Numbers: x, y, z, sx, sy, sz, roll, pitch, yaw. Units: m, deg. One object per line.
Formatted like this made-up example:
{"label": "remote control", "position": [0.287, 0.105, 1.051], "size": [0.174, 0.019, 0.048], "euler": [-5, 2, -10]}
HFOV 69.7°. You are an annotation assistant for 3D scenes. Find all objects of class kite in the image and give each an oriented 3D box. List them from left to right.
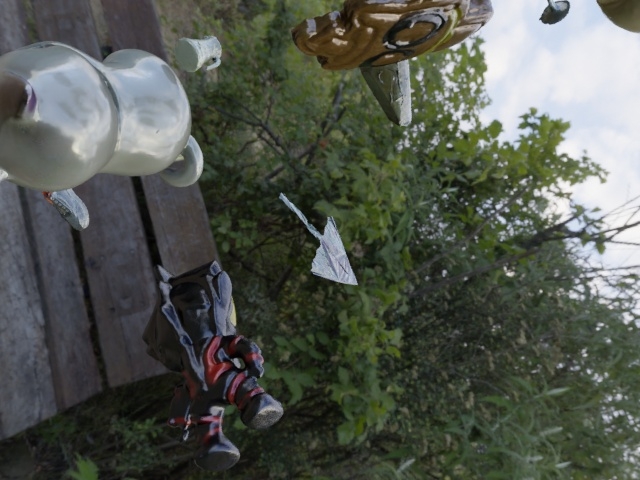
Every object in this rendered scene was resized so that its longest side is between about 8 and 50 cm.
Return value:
{"label": "kite", "position": [0.001, -0.001, 0.909], "size": [0.250, 0.012, 0.229], "euler": [51, 24, -20]}

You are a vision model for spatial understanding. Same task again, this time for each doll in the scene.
{"label": "doll", "position": [-0.359, -0.195, 0.733], "size": [0.226, 0.215, 0.370], "euler": [55, 25, 8]}
{"label": "doll", "position": [-0.130, 0.114, 0.496], "size": [0.249, 0.127, 0.088], "euler": [44, -25, 40]}

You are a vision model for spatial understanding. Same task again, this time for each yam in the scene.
{"label": "yam", "position": [0.126, -0.350, 0.898], "size": [0.106, 0.106, 0.259], "euler": [-104, -176, -55]}

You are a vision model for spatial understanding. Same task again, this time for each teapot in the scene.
{"label": "teapot", "position": [-0.212, -0.338, 0.826], "size": [0.067, 0.057, 0.083], "euler": [48, 43, -8]}

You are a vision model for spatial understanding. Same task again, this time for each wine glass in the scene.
{"label": "wine glass", "position": [0.429, -0.515, 0.899], "size": [0.198, 0.066, 0.066], "euler": [30, 34, -42]}

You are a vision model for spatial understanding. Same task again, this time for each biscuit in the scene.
{"label": "biscuit", "position": [0.101, -0.284, 0.629], "size": [0.208, 0.290, 0.041], "euler": [172, -95, -74]}

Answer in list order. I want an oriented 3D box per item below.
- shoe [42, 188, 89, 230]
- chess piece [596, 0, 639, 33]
{"label": "shoe", "position": [-0.716, -0.110, 1.263], "size": [0.077, 0.074, 0.194], "euler": [-57, 131, -63]}
{"label": "chess piece", "position": [0.247, -0.226, 0.338], "size": [0.167, 0.300, 0.167], "euler": [-62, -175, 10]}
